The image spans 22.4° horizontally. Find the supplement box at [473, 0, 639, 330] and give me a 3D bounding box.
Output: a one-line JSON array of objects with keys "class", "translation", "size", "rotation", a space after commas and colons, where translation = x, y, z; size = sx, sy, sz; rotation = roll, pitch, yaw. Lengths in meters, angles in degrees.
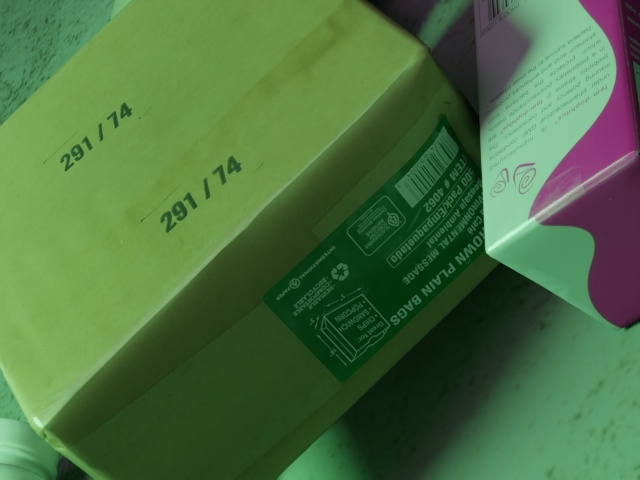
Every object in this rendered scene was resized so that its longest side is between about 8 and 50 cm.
[{"class": "supplement box", "translation": [0.166, -0.078, 0.932], "size": [0.111, 0.114, 0.220], "rotation": [-35, 36, 37]}]

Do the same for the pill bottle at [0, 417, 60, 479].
[{"class": "pill bottle", "translation": [-0.273, 0.257, 1.330], "size": [0.117, 0.117, 0.208], "rotation": [-34, 38, 40]}]

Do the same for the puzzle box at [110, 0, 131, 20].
[{"class": "puzzle box", "translation": [-0.110, -0.127, 1.412], "size": [0.409, 0.052, 0.272], "rotation": [31, 107, 61]}]

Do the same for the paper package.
[{"class": "paper package", "translation": [-0.071, -0.015, 1.063], "size": [0.325, 0.168, 0.309], "rotation": [-44, 40, -1]}]
